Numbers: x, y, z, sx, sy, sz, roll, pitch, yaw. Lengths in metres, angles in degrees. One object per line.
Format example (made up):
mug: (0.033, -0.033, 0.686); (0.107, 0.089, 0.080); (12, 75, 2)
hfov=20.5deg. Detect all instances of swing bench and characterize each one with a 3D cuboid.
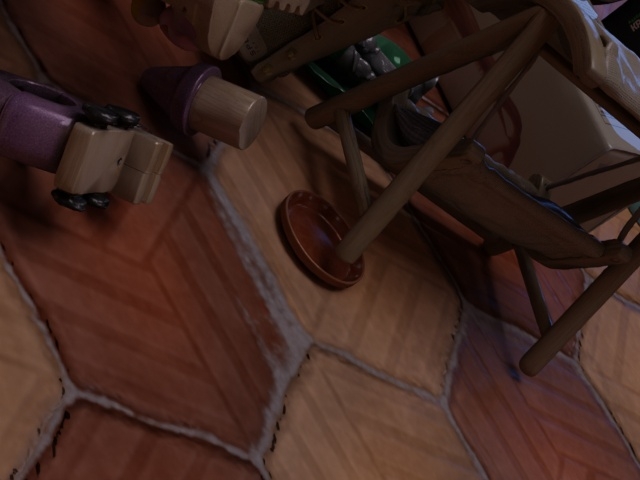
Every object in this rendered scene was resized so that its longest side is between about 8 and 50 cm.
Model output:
swing bench: (0.171, -0.060, 1.370); (0.253, 0.254, 0.165); (33, 31, -38)

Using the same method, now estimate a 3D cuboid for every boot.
boot: (0.008, -0.182, 1.319); (0.213, 0.165, 0.077); (34, 33, -85)

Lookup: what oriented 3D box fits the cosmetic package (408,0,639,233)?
cosmetic package: (0.199, -0.163, 1.683); (0.153, 0.129, 0.296); (12, 47, -52)

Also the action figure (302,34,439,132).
action figure: (0.000, -0.179, 1.479); (0.232, 0.063, 0.137); (37, 35, -21)

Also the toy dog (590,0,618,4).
toy dog: (0.231, -0.435, 1.943); (0.408, 0.284, 0.395); (49, 10, -9)

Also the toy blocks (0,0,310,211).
toy blocks: (-0.159, -0.214, 1.165); (0.260, 0.309, 0.288); (24, 10, 16)

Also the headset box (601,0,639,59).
headset box: (0.473, -0.231, 2.045); (0.283, 0.246, 0.131); (13, 47, -52)

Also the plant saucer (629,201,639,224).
plant saucer: (0.366, -0.036, 1.903); (0.119, 0.021, 0.119); (36, 32, -27)

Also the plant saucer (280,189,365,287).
plant saucer: (0.000, 0.000, 1.320); (0.083, 0.013, 0.083); (37, 31, -27)
